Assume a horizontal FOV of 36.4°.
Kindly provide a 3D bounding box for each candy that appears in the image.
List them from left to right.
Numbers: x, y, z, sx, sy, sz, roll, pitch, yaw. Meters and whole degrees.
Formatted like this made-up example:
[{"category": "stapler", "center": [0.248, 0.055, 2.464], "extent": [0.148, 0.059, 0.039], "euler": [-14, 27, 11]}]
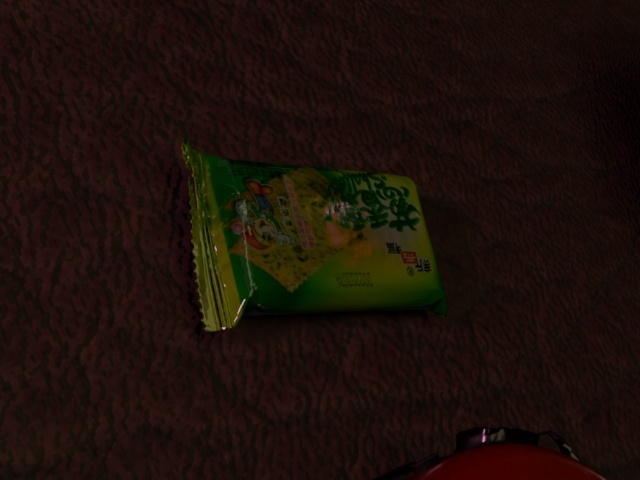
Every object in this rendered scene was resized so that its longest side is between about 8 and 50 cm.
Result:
[{"category": "candy", "center": [0.001, 0.000, 0.548], "extent": [0.178, 0.032, 0.102], "euler": [3, 64, -41]}]

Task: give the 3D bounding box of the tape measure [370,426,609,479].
[{"category": "tape measure", "center": [0.093, 0.215, 0.445], "extent": [0.260, 0.114, 0.253], "euler": [44, 44, -8]}]
